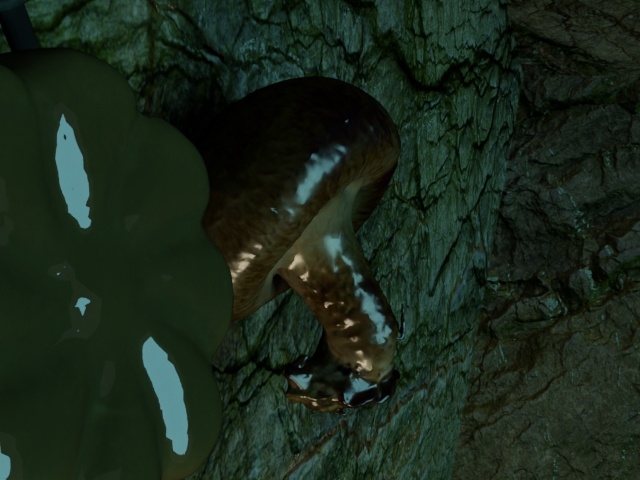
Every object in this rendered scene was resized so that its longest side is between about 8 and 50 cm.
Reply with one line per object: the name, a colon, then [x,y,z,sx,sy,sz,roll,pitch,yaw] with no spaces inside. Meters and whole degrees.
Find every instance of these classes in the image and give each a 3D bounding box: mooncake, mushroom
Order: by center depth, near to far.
mooncake: [-0.218,0.045,0.686,0.378,0.200,0.379,24,61,-54]
mushroom: [-0.018,-0.003,1.104,0.331,0.356,0.334,-3,139,-44]

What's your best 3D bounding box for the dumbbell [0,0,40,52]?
dumbbell: [-0.253,-0.169,0.795,0.255,0.110,0.110,81,26,-43]
